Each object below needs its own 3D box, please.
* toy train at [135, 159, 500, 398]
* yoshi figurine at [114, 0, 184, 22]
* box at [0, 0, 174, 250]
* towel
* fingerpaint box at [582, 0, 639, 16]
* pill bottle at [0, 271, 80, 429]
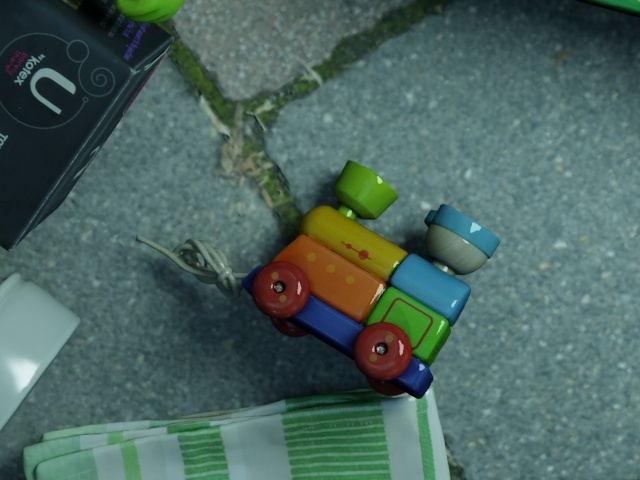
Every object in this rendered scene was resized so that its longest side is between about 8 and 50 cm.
[{"bbox_3d":[0.000,0.000,1.338,0.248,0.105,0.143,31,83,12],"label":"toy train"},{"bbox_3d":[-0.111,-0.256,1.194,0.203,0.362,0.203,36,127,26],"label":"yoshi figurine"},{"bbox_3d":[-0.266,-0.147,1.268,0.270,0.143,0.165,37,106,-3],"label":"box"},{"bbox_3d":[-0.052,0.245,1.400,0.324,0.038,0.248,-10,99,5],"label":"towel"},{"bbox_3d":[0.294,-0.362,1.222,0.371,0.163,0.445,16,99,1],"label":"fingerpaint box"},{"bbox_3d":[-0.364,0.019,1.269,0.361,0.204,0.204,36,99,-4],"label":"pill bottle"}]
